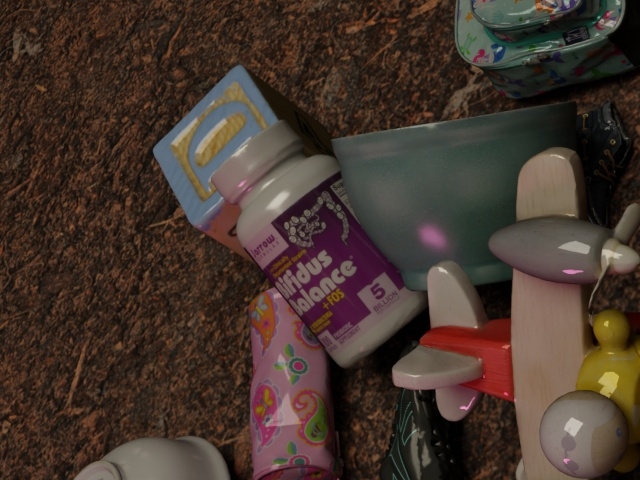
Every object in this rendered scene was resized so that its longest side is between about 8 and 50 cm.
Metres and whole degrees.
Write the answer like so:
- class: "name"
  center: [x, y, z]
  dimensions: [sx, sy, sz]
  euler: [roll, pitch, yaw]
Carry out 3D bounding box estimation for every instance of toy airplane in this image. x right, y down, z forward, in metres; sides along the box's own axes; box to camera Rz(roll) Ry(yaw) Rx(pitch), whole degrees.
- class: "toy airplane"
  center: [0.256, 0.146, 1.506]
  dimensions: [0.384, 0.386, 0.272]
  euler: [-46, 5, 28]

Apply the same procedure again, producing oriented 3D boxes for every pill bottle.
- class: "pill bottle"
  center: [0.000, 0.000, 1.860]
  dimensions: [0.169, 0.169, 0.301]
  euler: [-40, 87, 16]

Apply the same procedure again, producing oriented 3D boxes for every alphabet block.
- class: "alphabet block"
  center: [-0.085, -0.095, 2.073]
  dimensions: [0.192, 0.197, 0.193]
  euler: [-42, 46, 13]

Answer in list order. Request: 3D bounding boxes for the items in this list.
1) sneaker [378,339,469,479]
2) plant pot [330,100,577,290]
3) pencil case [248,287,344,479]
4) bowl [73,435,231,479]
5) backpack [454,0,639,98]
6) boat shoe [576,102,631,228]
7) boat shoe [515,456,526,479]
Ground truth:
- class: "sneaker"
  center: [0.113, 0.246, 1.773]
  dimensions: [0.106, 0.101, 0.267]
  euler: [-27, 51, 30]
- class: "plant pot"
  center: [0.172, -0.047, 1.734]
  dimensions: [0.293, 0.293, 0.196]
  euler: [-7, 94, 38]
- class: "pencil case"
  center: [-0.034, 0.200, 1.920]
  dimensions: [0.124, 0.124, 0.284]
  euler: [-24, 53, 29]
- class: "bowl"
  center: [-0.262, 0.384, 1.961]
  dimensions: [0.298, 0.134, 0.298]
  euler: [-30, 45, 35]
- class: "backpack"
  center: [0.291, -0.308, 1.888]
  dimensions: [0.253, 0.191, 0.225]
  euler: [-18, 56, 39]
- class: "boat shoe"
  center: [0.342, -0.088, 1.793]
  dimensions: [0.083, 0.065, 0.183]
  euler: [-25, 52, 25]
- class: "boat shoe"
  center: [0.284, 0.206, 1.679]
  dimensions: [0.184, 0.066, 0.063]
  euler: [-57, 22, 8]
